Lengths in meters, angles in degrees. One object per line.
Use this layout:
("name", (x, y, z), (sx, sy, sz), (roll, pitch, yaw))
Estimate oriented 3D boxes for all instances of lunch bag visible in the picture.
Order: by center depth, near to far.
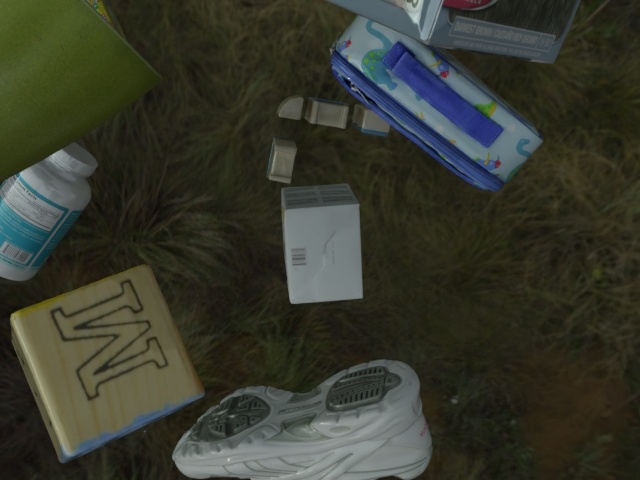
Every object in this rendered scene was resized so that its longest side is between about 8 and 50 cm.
("lunch bag", (0.111, -0.146, 0.770), (0.219, 0.176, 0.090), (36, 104, -9))

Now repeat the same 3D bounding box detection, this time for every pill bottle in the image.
("pill bottle", (-0.528, -0.064, 1.430), (0.146, 0.146, 0.264), (40, 100, -1))

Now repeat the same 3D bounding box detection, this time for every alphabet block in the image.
("alphabet block", (-0.299, 0.173, 1.060), (0.193, 0.192, 0.197), (-21, 82, -27))

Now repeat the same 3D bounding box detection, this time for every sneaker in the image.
("sneaker", (-0.015, 0.181, 0.639), (0.232, 0.090, 0.115), (-14, 111, 23))

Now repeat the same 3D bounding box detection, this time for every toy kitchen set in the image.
("toy kitchen set", (0.011, -0.184, 1.469), (0.207, 0.122, 0.166), (9, 104, -9))

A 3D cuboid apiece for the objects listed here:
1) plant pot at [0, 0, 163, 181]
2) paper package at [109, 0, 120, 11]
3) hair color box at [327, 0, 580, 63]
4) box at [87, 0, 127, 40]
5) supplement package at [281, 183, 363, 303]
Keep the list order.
("plant pot", (-0.380, -0.181, 0.868), (0.293, 0.275, 0.275), (-45, 89, 0))
("paper package", (-0.546, -0.471, 1.567), (0.168, 0.325, 0.310), (31, 87, -11))
("hair color box", (0.020, -0.269, 0.646), (0.185, 0.114, 0.374), (-8, 34, -46))
("box", (-0.485, -0.375, 1.194), (0.279, 0.177, 0.290), (-25, 90, -3))
("supplement package", (0.000, 0.000, 1.567), (0.149, 0.203, 0.194), (-4, 106, -4))
